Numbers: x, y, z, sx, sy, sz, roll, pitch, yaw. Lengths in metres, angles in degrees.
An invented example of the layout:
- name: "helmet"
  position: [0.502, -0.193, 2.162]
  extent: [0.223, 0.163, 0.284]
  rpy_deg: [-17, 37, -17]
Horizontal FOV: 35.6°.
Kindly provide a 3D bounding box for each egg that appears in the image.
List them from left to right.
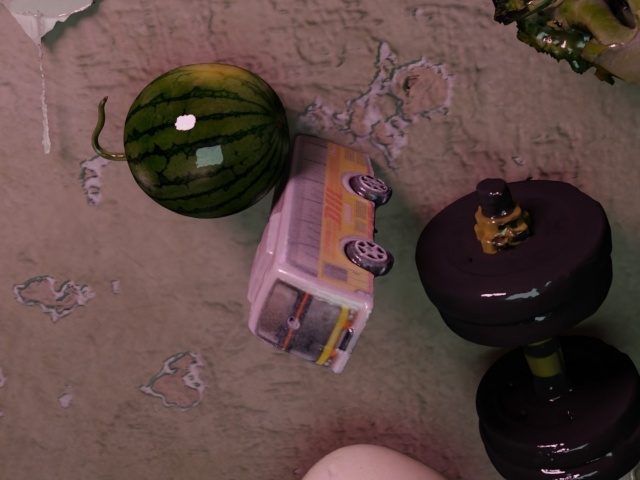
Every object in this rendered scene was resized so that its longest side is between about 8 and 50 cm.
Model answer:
- name: "egg"
  position: [0.069, 0.341, 1.178]
  extent: [0.264, 0.174, 0.286]
  rpy_deg: [-22, 147, 10]

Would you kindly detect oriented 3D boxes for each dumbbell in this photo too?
- name: "dumbbell"
  position: [0.221, 0.100, 1.005]
  extent: [0.185, 0.185, 0.388]
  rpy_deg: [-17, 123, 10]

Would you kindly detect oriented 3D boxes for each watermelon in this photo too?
- name: "watermelon"
  position: [-0.120, -0.089, 0.903]
  extent: [0.187, 0.140, 0.140]
  rpy_deg: [-5, 126, 25]

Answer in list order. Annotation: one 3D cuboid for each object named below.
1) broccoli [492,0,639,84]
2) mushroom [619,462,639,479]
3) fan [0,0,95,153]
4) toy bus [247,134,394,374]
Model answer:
- name: "broccoli"
  position: [0.287, -0.216, 0.742]
  extent: [0.321, 0.283, 0.303]
  rpy_deg: [14, 135, 11]
- name: "mushroom"
  position: [0.379, 0.253, 1.146]
  extent: [0.154, 0.122, 0.154]
  rpy_deg: [-4, 129, -5]
- name: "fan"
  position: [-0.249, -0.217, 0.884]
  extent: [0.182, 0.010, 0.310]
  rpy_deg: [5, 120, -4]
- name: "toy bus"
  position: [0.000, 0.000, 0.882]
  extent: [0.106, 0.268, 0.092]
  rpy_deg: [19, 121, -8]
